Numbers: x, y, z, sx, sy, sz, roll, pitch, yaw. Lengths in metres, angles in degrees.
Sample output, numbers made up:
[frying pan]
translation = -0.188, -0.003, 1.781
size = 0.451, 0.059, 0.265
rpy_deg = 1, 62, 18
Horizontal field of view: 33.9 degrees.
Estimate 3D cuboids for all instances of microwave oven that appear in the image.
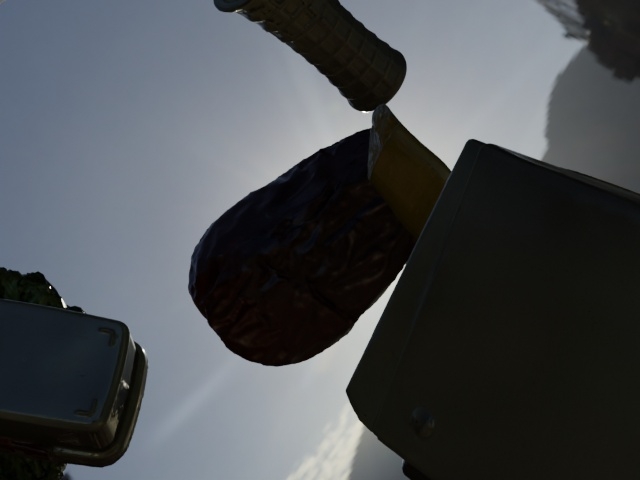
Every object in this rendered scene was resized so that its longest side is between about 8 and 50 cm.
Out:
[microwave oven]
translation = 0.271, 0.116, 0.745
size = 0.394, 0.333, 0.247
rpy_deg = 13, -77, -40

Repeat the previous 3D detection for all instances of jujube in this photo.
[jujube]
translation = 0.000, 0.000, 1.297
size = 0.342, 0.216, 0.216
rpy_deg = -41, -20, -3

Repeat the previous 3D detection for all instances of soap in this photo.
[soap]
translation = 0.085, -0.065, 1.055
size = 0.033, 0.168, 0.089
rpy_deg = -8, -46, -38

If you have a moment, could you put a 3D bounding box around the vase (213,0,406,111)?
[vase]
translation = -0.003, -0.309, 1.535
size = 0.299, 0.143, 0.143
rpy_deg = 35, -91, -37

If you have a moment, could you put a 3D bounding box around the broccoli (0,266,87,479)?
[broccoli]
translation = -0.407, 0.179, 1.295
size = 0.308, 0.307, 0.275
rpy_deg = -54, 0, -6

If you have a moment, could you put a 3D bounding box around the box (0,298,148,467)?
[box]
translation = -0.288, 0.141, 1.067
size = 0.129, 0.210, 0.148
rpy_deg = 96, -176, -63

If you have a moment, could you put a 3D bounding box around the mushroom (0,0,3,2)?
[mushroom]
translation = -0.162, -0.168, 0.416
size = 0.164, 0.266, 0.190
rpy_deg = 64, -146, -50
